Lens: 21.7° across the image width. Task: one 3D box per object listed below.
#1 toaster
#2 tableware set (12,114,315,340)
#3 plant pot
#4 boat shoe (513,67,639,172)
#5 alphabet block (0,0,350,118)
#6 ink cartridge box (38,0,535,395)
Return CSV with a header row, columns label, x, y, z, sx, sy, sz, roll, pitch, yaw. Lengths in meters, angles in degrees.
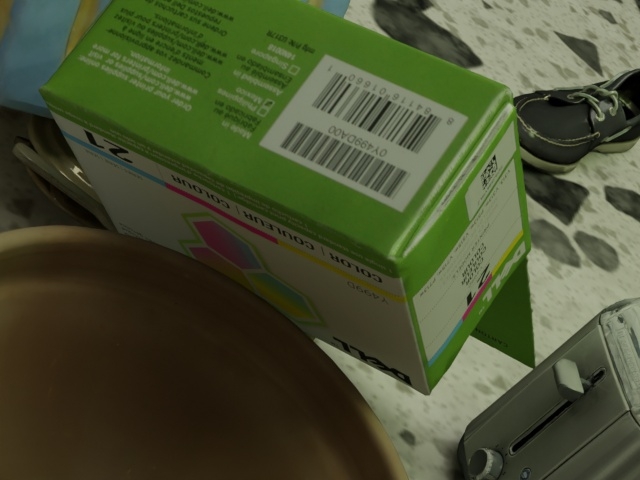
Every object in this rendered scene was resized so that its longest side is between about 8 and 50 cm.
label,x,y,z,sx,sy,sz,roll,pitch,yaw
toaster,0.199,0.130,0.920,0.227,0.146,0.129,22,35,-24
tableware set,-0.086,0.003,0.903,0.194,0.039,0.128,39,19,-10
plant pot,-0.084,0.114,0.688,0.237,0.109,0.237,27,32,-19
boat shoe,0.206,-0.104,1.309,0.206,0.065,0.075,-13,57,-52
alphabet block,-0.105,-0.176,0.915,0.192,0.193,0.197,12,17,-39
ink cartridge box,0.000,0.000,0.803,0.189,0.255,0.097,26,67,24
